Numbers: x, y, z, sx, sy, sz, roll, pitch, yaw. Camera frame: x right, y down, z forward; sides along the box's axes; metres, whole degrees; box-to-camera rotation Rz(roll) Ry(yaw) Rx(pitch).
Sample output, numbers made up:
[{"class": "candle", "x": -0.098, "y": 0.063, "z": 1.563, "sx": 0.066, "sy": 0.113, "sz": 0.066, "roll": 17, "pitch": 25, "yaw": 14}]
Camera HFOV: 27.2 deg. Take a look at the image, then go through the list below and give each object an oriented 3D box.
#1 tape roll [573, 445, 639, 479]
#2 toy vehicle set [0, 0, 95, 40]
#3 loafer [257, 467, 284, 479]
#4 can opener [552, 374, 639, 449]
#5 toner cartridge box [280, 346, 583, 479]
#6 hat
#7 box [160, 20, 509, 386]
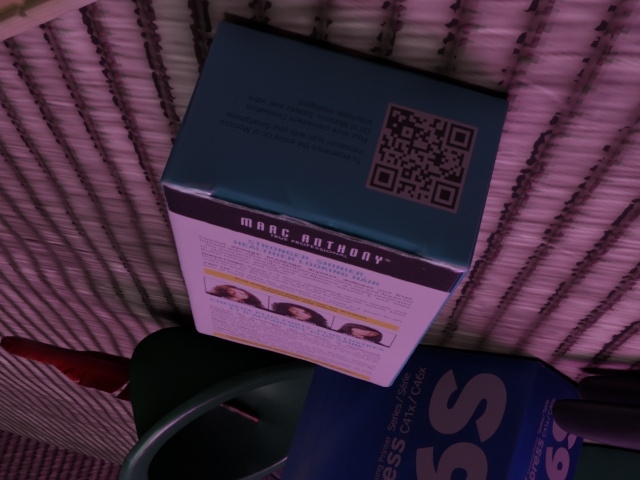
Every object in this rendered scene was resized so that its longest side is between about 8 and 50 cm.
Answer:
[{"class": "tape roll", "x": 0.302, "y": 0.242, "z": 1.034, "sx": 0.321, "sy": 0.077, "sz": 0.321, "roll": 16, "pitch": 165, "yaw": 4}, {"class": "toy vehicle set", "x": -0.191, "y": -0.125, "z": 0.334, "sx": 0.267, "sy": 0.035, "sz": 0.166, "roll": 27, "pitch": 162, "yaw": -33}, {"class": "loafer", "x": -0.055, "y": 0.225, "z": 1.336, "sx": 0.084, "sy": 0.096, "sz": 0.267, "roll": 16, "pitch": 168, "yaw": 25}, {"class": "can opener", "x": 0.197, "y": 0.089, "z": 0.671, "sx": 0.059, "sy": 0.073, "sz": 0.186, "roll": -20, "pitch": -171, "yaw": -31}, {"class": "toner cartridge box", "x": 0.033, "y": 0.235, "z": 0.778, "sx": 0.165, "sy": 0.347, "sz": 0.075, "roll": 2, "pitch": 158, "yaw": 42}, {"class": "hat", "x": -0.103, "y": 0.074, "z": 0.966, "sx": 0.209, "sy": 0.183, "sz": 0.173, "roll": -14, "pitch": 147, "yaw": -25}, {"class": "box", "x": 0.000, "y": 0.000, "z": 0.527, "sx": 0.101, "sy": 0.060, "sz": 0.244, "roll": 16, "pitch": 165, "yaw": 1}]
